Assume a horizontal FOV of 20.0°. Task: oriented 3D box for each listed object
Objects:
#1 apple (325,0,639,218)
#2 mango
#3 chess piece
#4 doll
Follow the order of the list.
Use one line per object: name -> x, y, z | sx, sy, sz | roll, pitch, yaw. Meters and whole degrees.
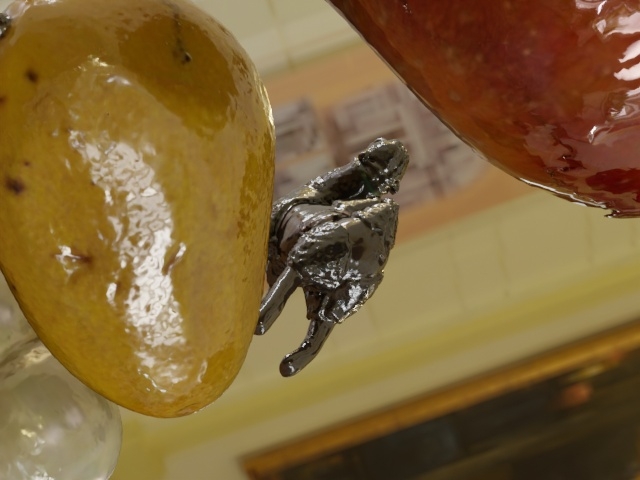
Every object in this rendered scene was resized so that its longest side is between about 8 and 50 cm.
apple -> 0.107, -0.136, 0.737 | 0.251, 0.206, 0.272 | 46, 8, -1
mango -> -0.084, -0.018, 0.859 | 0.109, 0.147, 0.227 | 24, -43, 54
chess piece -> -0.204, 0.037, 0.961 | 0.261, 0.143, 0.143 | 50, -1, 3
doll -> 0.000, 0.000, 1.100 | 0.057, 0.165, 0.139 | 50, -13, -23
